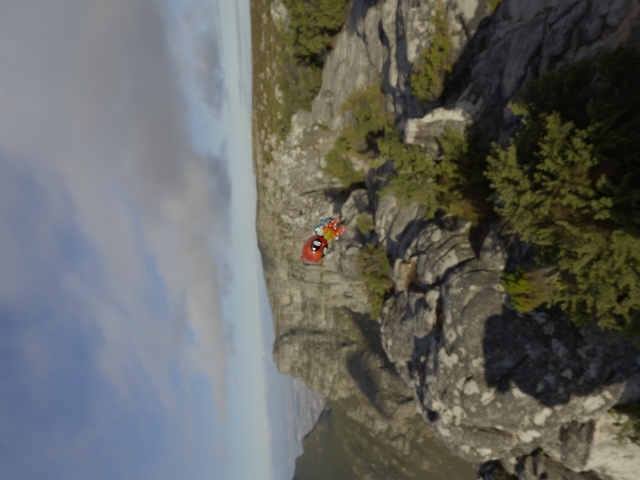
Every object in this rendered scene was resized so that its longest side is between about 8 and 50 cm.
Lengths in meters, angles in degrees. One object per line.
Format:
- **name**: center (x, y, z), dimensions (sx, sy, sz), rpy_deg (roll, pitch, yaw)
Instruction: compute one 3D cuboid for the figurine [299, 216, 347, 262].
- **figurine**: center (0.000, 0.000, 1.080), dimensions (0.068, 0.140, 0.075), rpy_deg (47, 172, -23)
